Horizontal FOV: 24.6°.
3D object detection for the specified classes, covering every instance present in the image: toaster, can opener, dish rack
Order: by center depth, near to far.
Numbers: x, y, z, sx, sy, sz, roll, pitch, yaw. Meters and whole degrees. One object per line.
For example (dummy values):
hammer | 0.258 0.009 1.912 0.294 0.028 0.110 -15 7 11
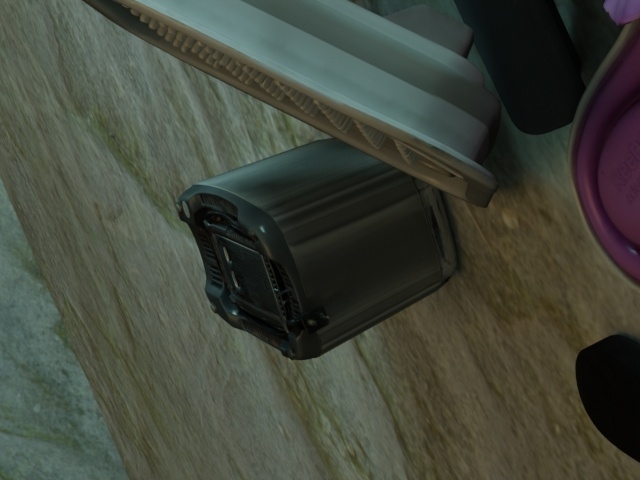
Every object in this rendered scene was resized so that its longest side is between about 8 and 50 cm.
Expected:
can opener | 0.085 -0.185 0.760 0.074 0.093 0.280 -80 -30 -57
dish rack | -0.015 -0.114 0.853 0.285 0.072 0.333 26 -179 6
toaster | 0.000 0.000 1.100 0.227 0.146 0.129 19 131 63

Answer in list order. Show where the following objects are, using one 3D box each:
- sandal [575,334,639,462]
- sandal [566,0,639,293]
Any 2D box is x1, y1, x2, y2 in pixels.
sandal | 0.224 0.129 0.835 0.254 0.054 0.097 22 132 60
sandal | 0.178 -0.094 0.637 0.169 0.102 0.416 53 155 30
